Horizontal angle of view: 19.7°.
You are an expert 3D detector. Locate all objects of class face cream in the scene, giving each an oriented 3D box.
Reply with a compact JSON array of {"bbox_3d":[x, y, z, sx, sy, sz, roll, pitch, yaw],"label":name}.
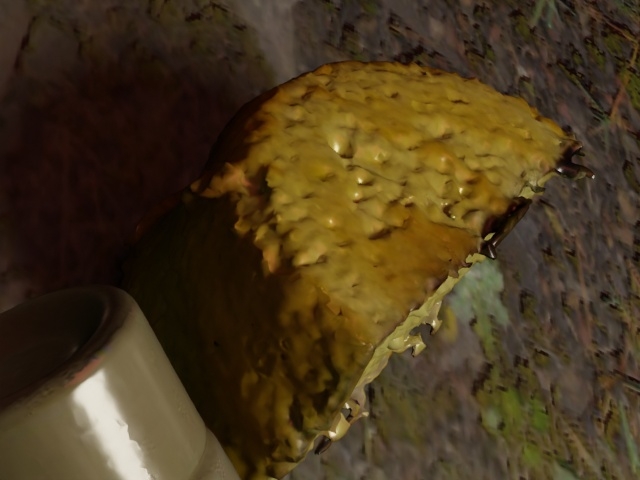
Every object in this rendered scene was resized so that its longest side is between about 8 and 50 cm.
[{"bbox_3d":[-0.026,0.176,0.628,0.341,0.084,0.137,64,29,-22],"label":"face cream"}]

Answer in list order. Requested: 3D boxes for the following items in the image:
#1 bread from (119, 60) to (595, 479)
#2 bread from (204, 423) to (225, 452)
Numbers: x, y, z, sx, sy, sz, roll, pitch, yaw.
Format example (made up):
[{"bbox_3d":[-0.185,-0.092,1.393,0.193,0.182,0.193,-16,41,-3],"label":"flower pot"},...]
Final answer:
[{"bbox_3d":[-0.003,0.003,0.840,0.147,0.160,0.260,42,41,7],"label":"bread"},{"bbox_3d":[-0.105,0.101,0.694,0.156,0.086,0.125,-4,56,-45],"label":"bread"}]
